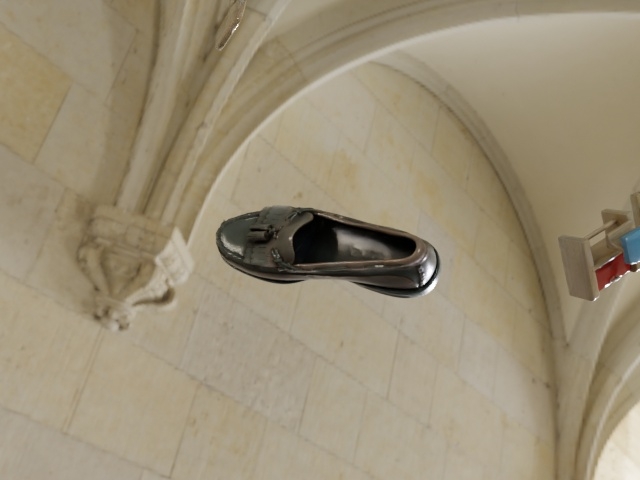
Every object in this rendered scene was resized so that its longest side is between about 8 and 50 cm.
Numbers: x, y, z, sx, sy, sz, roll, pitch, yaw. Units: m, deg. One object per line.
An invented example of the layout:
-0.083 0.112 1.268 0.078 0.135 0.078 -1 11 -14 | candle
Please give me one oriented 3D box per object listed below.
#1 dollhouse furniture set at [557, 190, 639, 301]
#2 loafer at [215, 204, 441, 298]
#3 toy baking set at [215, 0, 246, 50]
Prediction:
0.385 0.026 0.865 0.129 0.183 0.129 17 -51 59 | dollhouse furniture set
0.000 0.000 0.873 0.267 0.096 0.084 8 -20 18 | loafer
-0.032 -0.255 0.577 0.030 0.256 0.196 30 0 -20 | toy baking set
